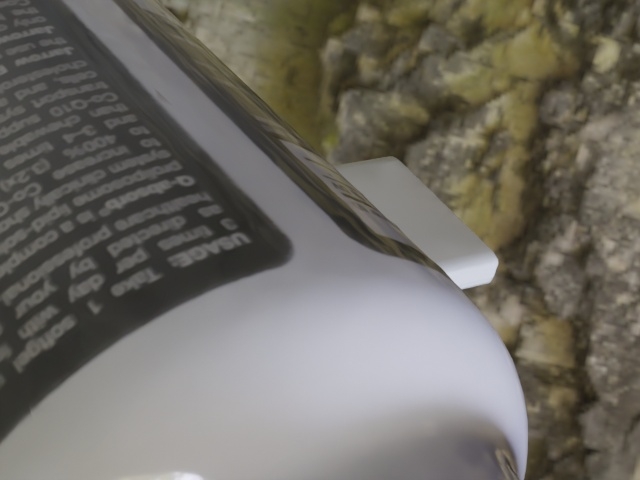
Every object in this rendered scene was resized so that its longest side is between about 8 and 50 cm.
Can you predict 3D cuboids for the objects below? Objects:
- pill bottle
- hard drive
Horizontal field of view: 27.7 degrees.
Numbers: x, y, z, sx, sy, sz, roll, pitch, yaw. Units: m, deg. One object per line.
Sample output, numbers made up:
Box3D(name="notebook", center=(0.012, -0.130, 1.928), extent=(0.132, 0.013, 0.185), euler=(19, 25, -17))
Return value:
Box3D(name="pill bottle", center=(-0.064, 0.054, 0.437), extent=(0.363, 0.210, 0.210), euler=(46, -54, 38))
Box3D(name="hard drive", center=(0.000, 0.000, 1.316), extent=(0.203, 0.307, 0.040), euler=(48, -43, 39))
